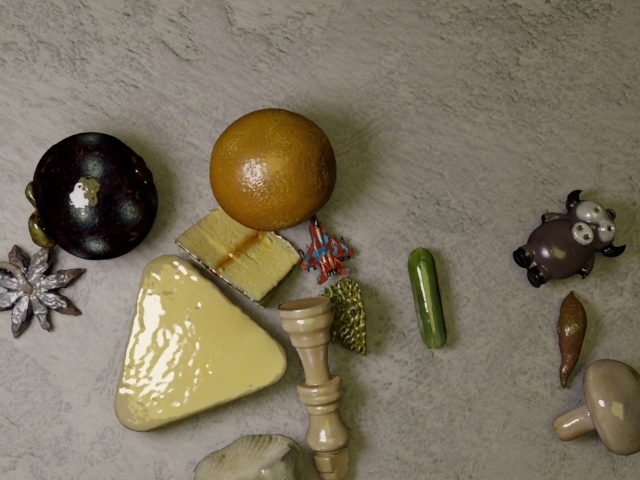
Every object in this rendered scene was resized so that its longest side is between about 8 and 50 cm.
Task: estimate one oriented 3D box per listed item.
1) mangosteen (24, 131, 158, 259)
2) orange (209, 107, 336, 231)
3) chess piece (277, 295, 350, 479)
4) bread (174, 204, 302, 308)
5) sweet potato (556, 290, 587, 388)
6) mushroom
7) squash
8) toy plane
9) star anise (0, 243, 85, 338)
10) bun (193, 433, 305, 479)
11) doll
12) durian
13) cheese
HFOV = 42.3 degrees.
[{"bbox_3d":[-0.490,-0.088,1.755,0.287,0.288,0.288,0,81,-3],"label":"mangosteen"},{"bbox_3d":[-0.102,-0.151,1.781,0.274,0.274,0.275,0,81,-3],"label":"orange"},{"bbox_3d":[-0.003,0.322,1.765,0.117,0.117,0.397,-10,98,-4],"label":"chess piece"},{"bbox_3d":[-0.173,0.014,1.817,0.240,0.135,0.178,36,81,5],"label":"bread"},{"bbox_3d":[0.562,0.220,1.859,0.068,0.068,0.226,7,81,-2],"label":"sweet potato"},{"bbox_3d":[0.609,0.370,1.792,0.215,0.207,0.207,-30,82,27],"label":"mushroom"},{"bbox_3d":[0.240,0.128,1.858,0.066,0.066,0.229,-10,83,-4],"label":"squash"},{"bbox_3d":[-0.001,0.001,1.864,0.130,0.061,0.189,-17,72,-18],"label":"toy plane"},{"bbox_3d":[-0.645,0.100,1.808,0.262,0.081,0.230,22,91,-2],"label":"star anise"},{"bbox_3d":[-0.138,0.495,1.704,0.239,0.239,0.141,-19,104,-6],"label":"bun"},{"bbox_3d":[0.562,-0.002,1.868,0.257,0.117,0.182,-31,78,-5],"label":"doll"},{"bbox_3d":[0.040,0.170,1.812,0.108,0.119,0.187,-10,83,-8],"label":"durian"},{"bbox_3d":[-0.303,0.261,1.787,0.383,0.104,0.384,0,81,-3],"label":"cheese"}]
